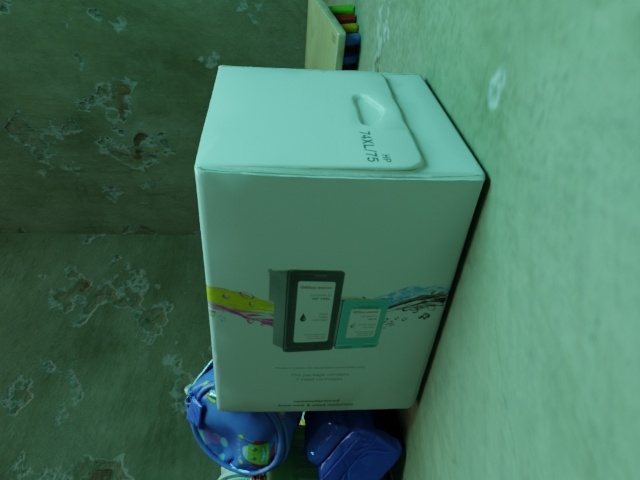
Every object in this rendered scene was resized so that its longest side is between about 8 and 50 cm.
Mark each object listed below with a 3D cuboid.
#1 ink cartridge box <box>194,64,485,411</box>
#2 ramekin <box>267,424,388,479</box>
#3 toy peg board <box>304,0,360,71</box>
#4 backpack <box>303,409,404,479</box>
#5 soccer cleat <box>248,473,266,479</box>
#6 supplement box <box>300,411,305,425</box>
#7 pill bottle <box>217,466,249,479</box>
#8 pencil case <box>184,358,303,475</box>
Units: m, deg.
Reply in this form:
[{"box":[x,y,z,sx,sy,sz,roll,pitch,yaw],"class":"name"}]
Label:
[{"box":[0.000,0.000,0.475,0.198,0.197,0.269,-97,9,-52],"class":"ink cartridge box"},{"box":[0.003,0.396,0.666,0.303,0.148,0.303,-179,90,-85],"class":"ramekin"},{"box":[0.034,-0.349,0.928,0.161,0.079,0.160,96,157,-49],"class":"toy peg board"},{"box":[0.034,0.213,0.588,0.098,0.101,0.120,-49,13,16],"class":"backpack"},{"box":[-0.084,0.330,0.657,0.035,0.029,0.083,80,-168,-70],"class":"soccer cleat"},{"box":[-0.032,0.282,0.951,0.233,0.080,0.078,50,167,49],"class":"supplement box"},{"box":[-0.119,0.392,0.744,0.137,0.078,0.078,-96,8,-51],"class":"pill bottle"},{"box":[-0.065,0.151,0.651,0.119,0.133,0.306,-65,-3,25],"class":"pencil case"}]
